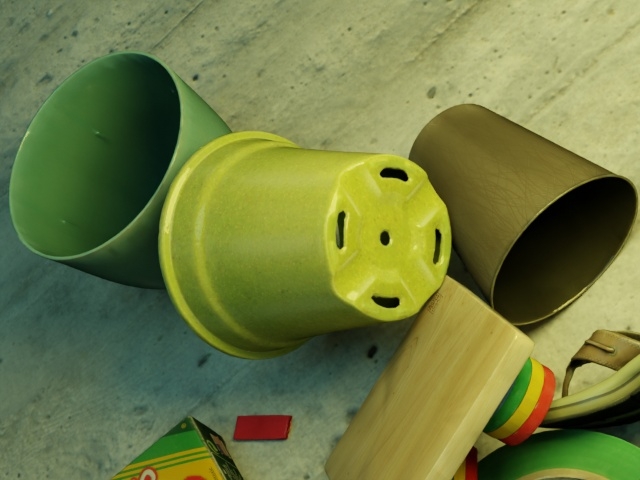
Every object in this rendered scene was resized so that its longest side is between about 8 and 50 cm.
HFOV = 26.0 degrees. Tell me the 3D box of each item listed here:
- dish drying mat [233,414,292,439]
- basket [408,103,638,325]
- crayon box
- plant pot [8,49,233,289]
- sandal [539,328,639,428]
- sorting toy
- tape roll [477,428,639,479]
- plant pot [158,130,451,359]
[{"bbox_3d":[-0.072,0.232,1.718,0.083,0.008,0.032,-7,63,36],"label":"dish drying mat"},{"bbox_3d":[0.208,-0.046,1.559,0.204,0.154,0.227,-47,45,4],"label":"basket"},{"bbox_3d":[-0.221,0.391,1.675,0.318,0.081,0.202,-40,50,5],"label":"crayon box"},{"bbox_3d":[-0.224,-0.068,1.832,0.293,0.235,0.293,-16,59,29],"label":"plant pot"},{"bbox_3d":[0.319,0.120,1.382,0.303,0.120,0.086,-33,60,34],"label":"sandal"},{"bbox_3d":[0.129,0.191,1.428,0.257,0.089,0.255,-58,15,4],"label":"sorting toy"},{"bbox_3d":[0.247,0.351,1.372,0.321,0.077,0.321,-17,58,29],"label":"tape roll"},{"bbox_3d":[0.000,0.000,1.563,0.254,0.276,0.276,-4,64,52],"label":"plant pot"}]
